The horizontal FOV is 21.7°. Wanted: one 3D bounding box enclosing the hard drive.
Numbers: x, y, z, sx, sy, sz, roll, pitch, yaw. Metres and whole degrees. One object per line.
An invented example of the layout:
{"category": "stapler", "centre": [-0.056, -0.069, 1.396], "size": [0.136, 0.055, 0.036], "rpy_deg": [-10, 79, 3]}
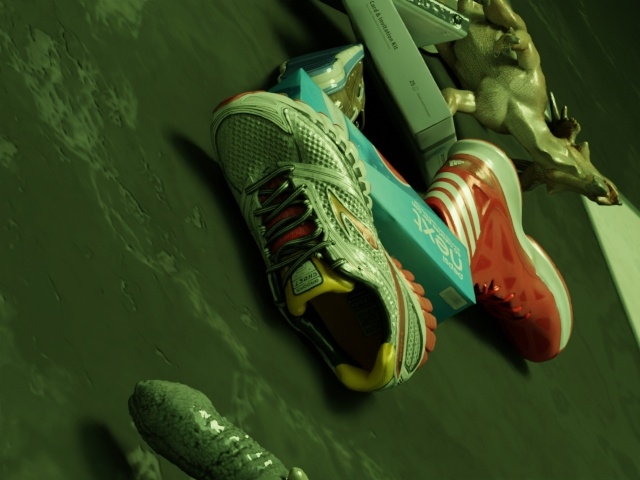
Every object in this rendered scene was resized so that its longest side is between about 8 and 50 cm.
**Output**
{"category": "hard drive", "centre": [0.053, -0.210, 1.472], "size": [0.135, 0.094, 0.022], "rpy_deg": [24, 78, -26]}

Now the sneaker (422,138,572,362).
{"category": "sneaker", "centre": [0.129, 0.038, 1.389], "size": [0.128, 0.087, 0.221], "rpy_deg": [-47, 121, -37]}

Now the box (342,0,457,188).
{"category": "box", "centre": [0.071, -0.131, 1.430], "size": [0.145, 0.038, 0.186], "rpy_deg": [64, 0, 16]}

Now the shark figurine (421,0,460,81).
{"category": "shark figurine", "centre": [0.127, -0.269, 1.727], "size": [0.278, 0.116, 0.166], "rpy_deg": [44, 24, -36]}

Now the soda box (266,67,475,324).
{"category": "soda box", "centre": [0.025, -0.023, 1.222], "size": [0.210, 0.067, 0.071], "rpy_deg": [46, 24, -29]}

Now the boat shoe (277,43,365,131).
{"category": "boat shoe", "centre": [0.003, -0.112, 1.316], "size": [0.183, 0.066, 0.066], "rpy_deg": [-55, 131, -73]}

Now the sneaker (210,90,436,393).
{"category": "sneaker", "centre": [0.000, 0.000, 1.109], "size": [0.225, 0.088, 0.093], "rpy_deg": [56, 23, -3]}

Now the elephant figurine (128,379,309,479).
{"category": "elephant figurine", "centre": [0.002, 0.194, 0.803], "size": [0.239, 0.186, 0.169], "rpy_deg": [36, 72, -23]}

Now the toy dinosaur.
{"category": "toy dinosaur", "centre": [0.176, -0.159, 1.625], "size": [0.200, 0.127, 0.295], "rpy_deg": [27, 45, -54]}
